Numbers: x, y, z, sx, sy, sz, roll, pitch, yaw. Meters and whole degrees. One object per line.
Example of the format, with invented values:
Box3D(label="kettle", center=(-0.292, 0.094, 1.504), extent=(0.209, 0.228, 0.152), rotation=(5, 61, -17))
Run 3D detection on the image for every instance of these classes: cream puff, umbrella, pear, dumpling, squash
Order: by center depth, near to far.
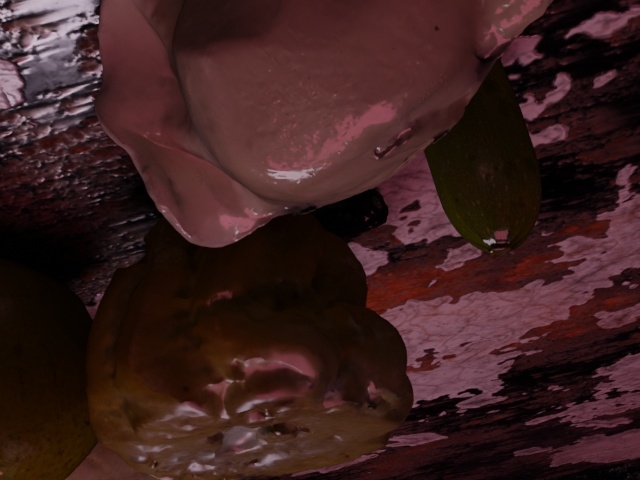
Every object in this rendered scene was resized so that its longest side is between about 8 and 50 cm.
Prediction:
Box3D(label="dumpling", center=(-0.016, -0.142, 0.535), extent=(0.243, 0.187, 0.318), rotation=(45, 120, -11))
Box3D(label="squash", center=(0.130, -0.071, 0.643), extent=(0.095, 0.188, 0.095), rotation=(-10, 151, -6))
Box3D(label="cream puff", center=(-0.069, 0.089, 0.793), extent=(0.291, 0.257, 0.324), rotation=(-29, 145, 36))
Box3D(label="pear", center=(-0.354, 0.153, 0.803), extent=(0.294, 0.294, 0.294), rotation=(-8, 152, -4))
Box3D(label="umbrella", center=(0.000, 0.000, 0.887), extent=(0.050, 0.046, 0.188), rotation=(38, 133, -18))

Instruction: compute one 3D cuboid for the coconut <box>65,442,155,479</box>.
Box3D(label="coconut", center=(-0.364, 0.282, 1.038), extent=(0.328, 0.329, 0.329), rotation=(-8, 152, -4))
